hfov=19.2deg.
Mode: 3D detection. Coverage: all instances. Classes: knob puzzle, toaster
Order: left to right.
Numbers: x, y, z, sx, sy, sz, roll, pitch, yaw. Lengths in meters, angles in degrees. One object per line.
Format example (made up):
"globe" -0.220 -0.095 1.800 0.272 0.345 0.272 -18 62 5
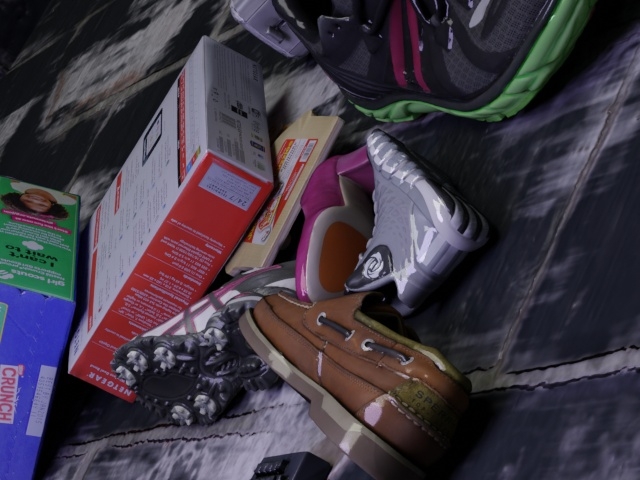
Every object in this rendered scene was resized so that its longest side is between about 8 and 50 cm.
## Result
"knob puzzle" -0.042 -0.045 1.949 0.213 0.030 0.213 -50 22 29
"toaster" -0.016 -0.318 2.196 0.146 0.129 0.227 -43 21 36

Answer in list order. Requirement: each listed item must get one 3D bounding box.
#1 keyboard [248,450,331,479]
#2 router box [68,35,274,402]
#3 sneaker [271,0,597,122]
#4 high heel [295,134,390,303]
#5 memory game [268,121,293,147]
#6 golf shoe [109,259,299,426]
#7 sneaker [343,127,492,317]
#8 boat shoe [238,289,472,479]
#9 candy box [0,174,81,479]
"keyboard" -0.080 0.306 1.475 0.201 0.033 0.317 -14 46 61
"router box" -0.168 -0.032 2.090 0.301 0.082 0.335 -56 18 21
"sneaker" 0.093 -0.217 1.665 0.483 0.202 0.185 -13 46 62
"high heel" 0.000 0.000 1.700 0.117 0.082 0.244 -34 26 37
"memory game" -0.085 -0.057 2.100 0.186 0.012 0.186 -46 22 24
"golf shoe" -0.089 0.094 1.772 0.273 0.105 0.120 -23 21 47
"sneaker" 0.055 -0.007 1.594 0.132 0.086 0.228 -54 20 9
"boat shoe" 0.033 0.096 1.463 0.104 0.111 0.307 -51 29 0
"candy box" -0.362 0.109 2.183 0.317 0.122 0.268 -108 33 -66
